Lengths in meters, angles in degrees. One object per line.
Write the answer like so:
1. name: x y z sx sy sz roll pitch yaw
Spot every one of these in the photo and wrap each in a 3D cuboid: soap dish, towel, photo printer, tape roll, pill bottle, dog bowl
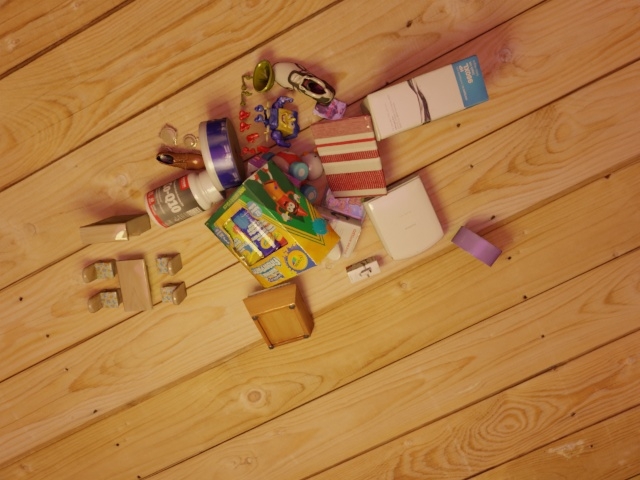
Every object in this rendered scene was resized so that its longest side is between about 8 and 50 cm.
1. soap dish: -0.167 0.320 1.797 0.229 0.118 0.290 -16 132 2
2. towel: 0.114 -0.308 1.638 0.237 0.037 0.328 0 128 28
3. photo printer: 0.347 -0.080 1.767 0.256 0.107 0.307 -26 104 3
4. tape roll: 0.634 0.023 1.756 0.189 0.189 0.080 31 101 -6
5. pill bottle: -0.536 -0.173 1.723 0.283 0.161 0.161 -24 101 5
6. dog bowl: -0.368 -0.327 1.639 0.104 0.265 0.264 -12 102 0

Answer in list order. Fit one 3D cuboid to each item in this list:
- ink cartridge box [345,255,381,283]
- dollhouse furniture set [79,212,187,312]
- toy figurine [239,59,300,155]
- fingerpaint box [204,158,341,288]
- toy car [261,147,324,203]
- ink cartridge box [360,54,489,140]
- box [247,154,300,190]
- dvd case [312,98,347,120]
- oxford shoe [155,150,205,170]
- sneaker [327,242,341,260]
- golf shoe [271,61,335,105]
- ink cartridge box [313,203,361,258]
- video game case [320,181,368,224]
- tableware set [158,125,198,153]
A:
1. ink cartridge box: 0.180 0.122 1.822 0.135 0.099 0.056 -23 100 4
2. dollhouse furniture set: -0.778 0.108 1.735 0.362 0.256 0.393 -5 102 1
3. toy figurine: -0.178 -0.483 1.689 0.217 0.191 0.362 9 75 -42
4. fingerpaint box: -0.198 -0.034 1.617 0.371 0.445 0.163 49 56 -10
5. toy car: -0.068 -0.294 1.697 0.238 0.219 0.210 -43 134 -23
6. ink cartridge box: 0.363 -0.508 1.592 0.395 0.285 0.166 -20 100 3
7. box: -0.188 -0.166 1.661 0.201 0.293 0.057 33 56 11
8. dvd case: 0.038 -0.527 1.726 0.120 0.013 0.087 22 101 -6
9. oxford shoe: -0.549 -0.315 1.723 0.212 0.076 0.076 3 107 -5
10. sneaker: 0.000 0.000 1.685 0.090 0.115 0.232 -34 106 18
11. golf shoe: -0.069 -0.614 1.649 0.273 0.120 0.105 25 102 2
12. ink cartridge box: 0.046 -0.037 1.780 0.213 0.093 0.154 19 113 -3
13. video game case: 0.115 -0.192 1.793 0.194 0.023 0.212 17 101 -4
14. tableware set: -0.580 -0.375 1.752 0.169 0.020 0.141 21 106 -8
